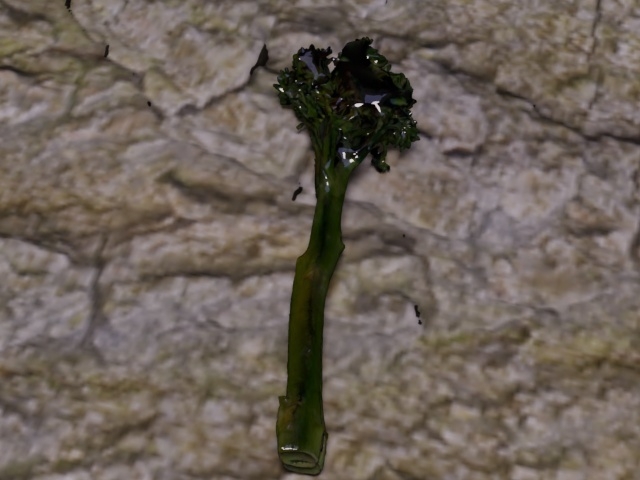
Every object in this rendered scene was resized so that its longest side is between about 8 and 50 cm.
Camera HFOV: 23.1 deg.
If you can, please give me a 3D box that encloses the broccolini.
[{"bbox_3d":[0.006,0.003,0.769,0.057,0.071,0.254,31,49,-32],"label":"broccolini"}]
